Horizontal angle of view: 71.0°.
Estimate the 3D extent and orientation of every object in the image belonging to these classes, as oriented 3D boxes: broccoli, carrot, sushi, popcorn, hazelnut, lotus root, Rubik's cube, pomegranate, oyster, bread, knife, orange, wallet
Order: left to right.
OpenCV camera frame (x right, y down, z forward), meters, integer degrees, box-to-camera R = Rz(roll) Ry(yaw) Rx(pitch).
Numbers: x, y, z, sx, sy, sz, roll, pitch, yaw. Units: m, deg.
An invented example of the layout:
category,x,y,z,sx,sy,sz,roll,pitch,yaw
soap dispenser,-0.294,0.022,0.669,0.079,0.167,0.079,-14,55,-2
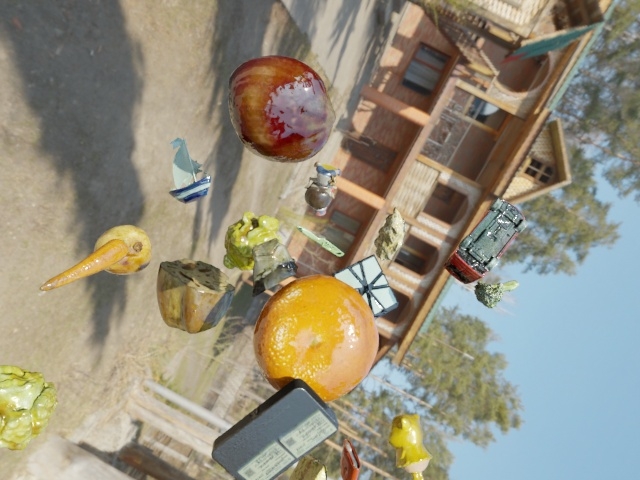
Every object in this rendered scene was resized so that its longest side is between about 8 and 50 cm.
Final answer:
category,x,y,z,sx,sy,sz,roll,pitch,yaw
popcorn,-1.129,0.600,1.648,0.335,0.279,0.274,35,-54,51
carrot,-0.589,0.064,1.146,0.256,0.061,0.061,-46,166,-52
pomegranate,-0.785,0.042,1.813,0.215,0.216,0.215,-63,179,-3
lotus root,-0.491,0.230,1.818,0.316,0.317,0.249,-57,161,-76
popcorn,-0.282,0.010,1.818,0.235,0.250,0.241,20,71,-68
sushi,-0.140,0.045,1.253,0.134,0.109,0.273,-28,-169,5
hazelnut,-0.143,-0.483,1.683,0.353,0.421,0.420,-47,168,-41
bread,-0.026,1.143,2.077,0.236,0.199,0.263,-64,-167,-20
orange,-0.017,0.326,1.515,0.423,0.424,0.326,-63,178,-2
knife,0.000,0.001,2.184,0.043,0.293,0.019,-49,-155,15
wallet,0.127,1.008,2.011,0.142,0.045,0.204,-120,-152,-49
Rubik's cube,0.151,0.269,2.168,0.294,0.288,0.283,-20,173,-29
oyster,0.259,-0.012,1.716,0.072,0.132,0.209,1,141,-41
broccoli,0.717,0.198,1.802,0.118,0.204,0.122,33,-47,59

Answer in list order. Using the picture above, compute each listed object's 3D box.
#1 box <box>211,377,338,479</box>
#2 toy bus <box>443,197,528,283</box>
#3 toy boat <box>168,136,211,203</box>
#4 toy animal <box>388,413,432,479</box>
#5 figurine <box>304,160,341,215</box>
category,x,y,z,sx,sy,sz,roll,pitch,yaw
box,-0.134,0.586,1.344,0.350,0.211,0.058,-38,-162,3
toy bus,0.346,0.001,0.939,0.195,0.081,0.089,-45,171,-23
toy boat,-0.575,-0.305,1.982,0.070,0.210,0.291,-12,108,-73
toy animal,0.329,0.755,1.636,0.156,0.156,0.229,115,-31,-65
figurine,0.003,-0.260,2.303,0.158,0.161,0.275,-57,170,-66
